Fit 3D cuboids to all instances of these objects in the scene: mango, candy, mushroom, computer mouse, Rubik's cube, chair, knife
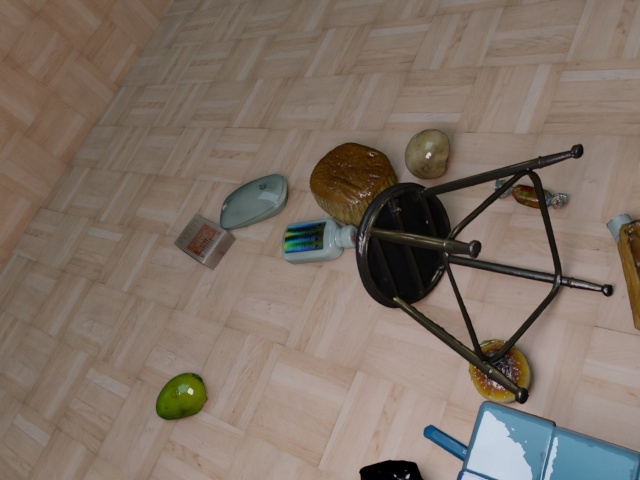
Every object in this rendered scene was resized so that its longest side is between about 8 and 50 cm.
[{"bbox_3d":[-0.405,0.451,1.622,0.178,0.100,0.119,-36,49,19],"label":"mango"},{"bbox_3d":[0.518,-0.110,1.407,0.182,0.046,0.053,23,72,36],"label":"candy"},{"bbox_3d":[0.303,-0.242,1.593,0.148,0.112,0.147,-25,58,48],"label":"mushroom"},{"bbox_3d":[-0.235,-0.136,1.902,0.289,0.097,0.159,-14,56,26],"label":"computer mouse"},{"bbox_3d":[0.391,0.491,0.865,0.345,0.347,0.346,11,69,31],"label":"Rubik's cube"},{"bbox_3d":[0.310,0.035,1.215,0.362,0.364,0.410,-38,29,-27],"label":"chair"},{"bbox_3d":[0.335,0.458,1.165,0.297,0.026,0.044,22,72,44],"label":"knife"}]

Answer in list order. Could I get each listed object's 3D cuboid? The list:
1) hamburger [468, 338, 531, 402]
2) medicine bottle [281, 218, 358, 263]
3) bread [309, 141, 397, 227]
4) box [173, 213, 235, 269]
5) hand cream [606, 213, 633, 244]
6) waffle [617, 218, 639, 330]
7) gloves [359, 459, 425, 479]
[{"bbox_3d":[0.382,0.278,1.213,0.127,0.081,0.141,-23,51,20],"label":"hamburger"},{"bbox_3d":[0.000,0.000,1.658,0.229,0.083,0.121,-7,64,32],"label":"medicine bottle"},{"bbox_3d":[0.097,-0.165,1.667,0.227,0.142,0.253,-46,44,-9],"label":"bread"},{"bbox_3d":[-0.400,0.002,1.946,0.201,0.058,0.141,28,79,42],"label":"box"},{"bbox_3d":[0.690,0.088,1.156,0.086,0.058,0.330,-18,56,5],"label":"hand cream"},{"bbox_3d":[0.755,0.056,1.064,0.328,0.098,0.224,-4,60,14],"label":"waffle"},{"bbox_3d":[0.165,0.590,1.107,0.197,0.152,0.300,-20,55,49],"label":"gloves"}]
